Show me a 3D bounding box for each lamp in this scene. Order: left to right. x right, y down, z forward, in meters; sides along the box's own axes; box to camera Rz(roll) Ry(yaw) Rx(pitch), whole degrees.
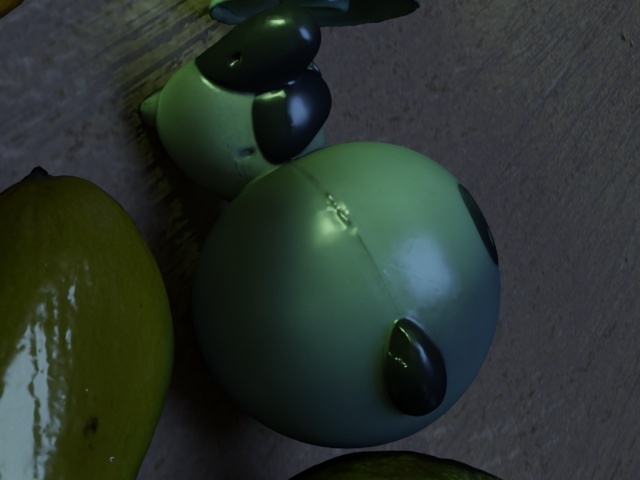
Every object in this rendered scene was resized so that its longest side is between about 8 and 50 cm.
[{"bbox_3d":[0.000,0.000,0.917,0.197,0.197,0.244,-15,78,-60],"label":"lamp"}]

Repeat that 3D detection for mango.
[{"bbox_3d":[-0.136,0.080,0.739,0.137,0.091,0.237,44,46,-39],"label":"mango"}]

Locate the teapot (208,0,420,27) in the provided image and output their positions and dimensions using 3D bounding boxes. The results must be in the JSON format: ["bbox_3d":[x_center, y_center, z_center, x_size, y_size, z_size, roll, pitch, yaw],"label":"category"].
[{"bbox_3d":[-0.005,-0.249,1.008,0.203,0.171,0.225,93,-3,-88],"label":"teapot"}]

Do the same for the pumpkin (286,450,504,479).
[{"bbox_3d":[0.033,0.240,0.897,0.325,0.242,0.232,-10,68,-48],"label":"pumpkin"}]

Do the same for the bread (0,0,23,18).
[{"bbox_3d":[-0.185,-0.159,0.610,0.179,0.194,0.340,62,39,-29],"label":"bread"}]
